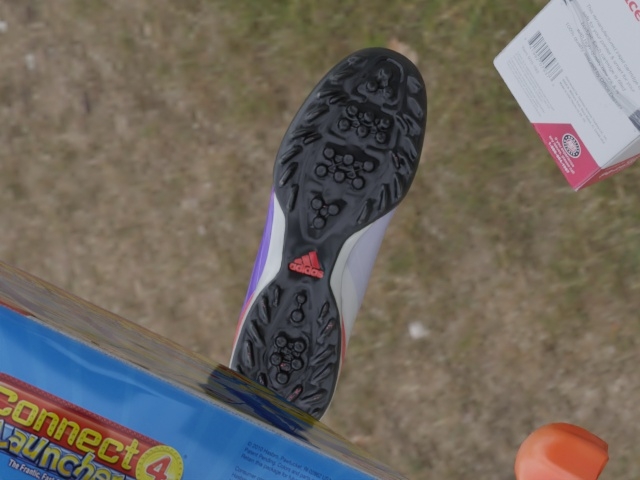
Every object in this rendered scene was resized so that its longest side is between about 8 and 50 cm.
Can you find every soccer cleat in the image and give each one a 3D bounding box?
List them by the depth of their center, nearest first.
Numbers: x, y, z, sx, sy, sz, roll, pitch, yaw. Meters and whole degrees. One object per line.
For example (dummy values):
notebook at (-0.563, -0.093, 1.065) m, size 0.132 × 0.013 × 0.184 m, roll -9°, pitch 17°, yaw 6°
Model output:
soccer cleat at (0.000, 0.000, 1.392) m, size 0.116 × 0.109 × 0.318 m, roll 156°, pitch 131°, yaw -86°

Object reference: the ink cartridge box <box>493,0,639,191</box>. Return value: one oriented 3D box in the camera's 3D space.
ink cartridge box at (0.196, -0.119, 1.131) m, size 0.109 × 0.063 × 0.150 m, roll 60°, pitch 144°, yaw 12°

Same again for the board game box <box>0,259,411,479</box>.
board game box at (-0.117, 0.090, 0.921) m, size 0.086 × 0.308 × 0.302 m, roll -63°, pitch 25°, yaw -2°

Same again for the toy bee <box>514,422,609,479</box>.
toy bee at (0.115, 0.099, 0.395) m, size 0.162 × 0.195 × 0.298 m, roll 25°, pitch 133°, yaw 16°
